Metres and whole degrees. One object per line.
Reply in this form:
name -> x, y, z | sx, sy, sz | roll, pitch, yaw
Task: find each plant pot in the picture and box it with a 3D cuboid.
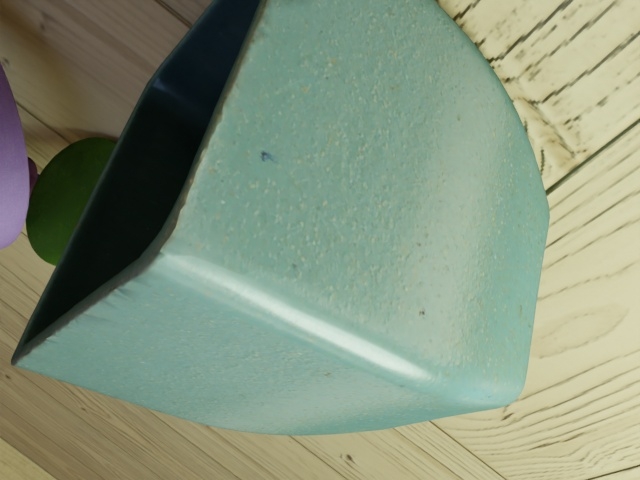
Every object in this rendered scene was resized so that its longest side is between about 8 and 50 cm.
plant pot -> 0.000, 0.000, 0.513 | 0.252, 0.248, 0.247 | 31, 148, -22

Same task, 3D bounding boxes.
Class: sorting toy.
sorting toy -> -0.179, -0.015, 0.783 | 0.365, 0.127, 0.126 | 15, 170, 31

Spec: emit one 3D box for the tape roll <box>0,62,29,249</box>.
tape roll -> -0.380, -0.107, 0.739 | 0.274, 0.090, 0.275 | 21, 123, 37
